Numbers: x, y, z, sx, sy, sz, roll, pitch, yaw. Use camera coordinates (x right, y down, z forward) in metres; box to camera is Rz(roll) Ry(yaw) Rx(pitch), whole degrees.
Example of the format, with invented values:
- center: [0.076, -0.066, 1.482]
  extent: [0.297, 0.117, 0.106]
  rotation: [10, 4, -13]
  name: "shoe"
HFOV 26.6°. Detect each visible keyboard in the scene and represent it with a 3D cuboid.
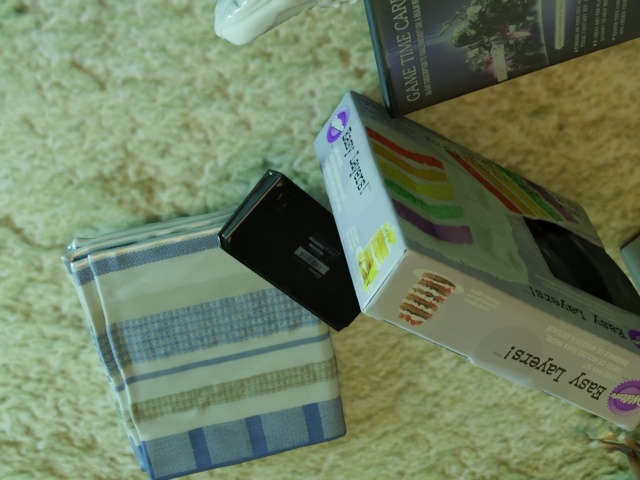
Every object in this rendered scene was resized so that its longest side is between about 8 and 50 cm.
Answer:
- center: [0.000, 0.000, 1.137]
  extent: [0.108, 0.023, 0.180]
  rotation: [-48, 134, 4]
  name: "keyboard"

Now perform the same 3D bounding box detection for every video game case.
- center: [0.170, -0.185, 0.997]
  extent: [0.274, 0.026, 0.196]
  rotation: [-17, 156, 1]
  name: "video game case"

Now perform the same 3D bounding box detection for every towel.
- center: [-0.094, 0.093, 1.210]
  extent: [0.209, 0.034, 0.285]
  rotation: [-13, 127, -2]
  name: "towel"

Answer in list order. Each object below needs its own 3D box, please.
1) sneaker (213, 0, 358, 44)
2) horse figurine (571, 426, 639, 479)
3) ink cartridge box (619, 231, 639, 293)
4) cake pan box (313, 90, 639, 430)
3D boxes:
- center: [0.028, -0.204, 0.993]
  extent: [0.232, 0.090, 0.115]
  rotation: [-34, 125, 16]
  name: "sneaker"
- center: [0.304, 0.261, 1.361]
  extent: [0.174, 0.066, 0.263]
  rotation: [26, 119, -17]
  name: "horse figurine"
- center: [0.379, 0.052, 1.190]
  extent: [0.128, 0.127, 0.176]
  rotation: [-40, 120, 18]
  name: "ink cartridge box"
- center: [0.133, 0.013, 1.059]
  extent: [0.267, 0.246, 0.070]
  rotation: [25, 117, -22]
  name: "cake pan box"
